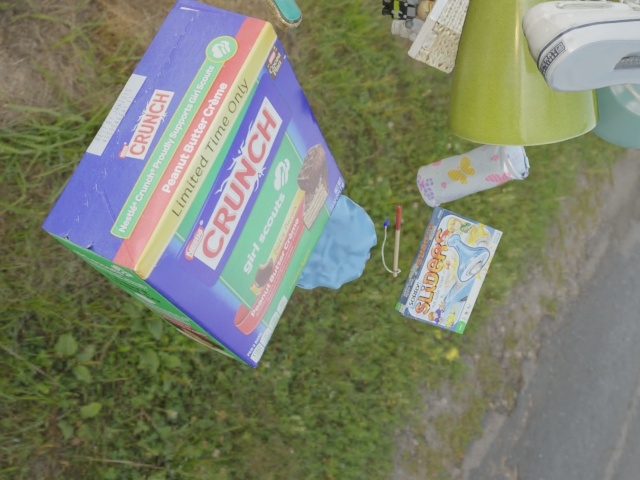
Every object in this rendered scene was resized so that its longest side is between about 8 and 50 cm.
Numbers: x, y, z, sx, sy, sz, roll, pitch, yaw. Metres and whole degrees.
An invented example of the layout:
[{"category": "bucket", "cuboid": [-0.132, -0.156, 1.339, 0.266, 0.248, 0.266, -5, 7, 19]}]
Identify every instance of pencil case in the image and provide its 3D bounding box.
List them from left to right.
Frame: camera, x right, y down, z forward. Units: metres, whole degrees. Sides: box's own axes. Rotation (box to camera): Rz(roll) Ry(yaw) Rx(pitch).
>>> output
[{"category": "pencil case", "cuboid": [0.375, -0.169, 1.829, 0.124, 0.273, 0.113, -5, 79, -56]}]

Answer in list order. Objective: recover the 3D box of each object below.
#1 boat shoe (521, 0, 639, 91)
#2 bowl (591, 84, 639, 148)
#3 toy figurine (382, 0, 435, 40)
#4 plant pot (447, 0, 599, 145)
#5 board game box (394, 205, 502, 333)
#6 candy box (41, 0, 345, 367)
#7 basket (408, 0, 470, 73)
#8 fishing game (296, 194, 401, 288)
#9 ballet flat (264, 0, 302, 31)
[{"category": "boat shoe", "cuboid": [0.437, -0.302, 1.057, 0.367, 0.136, 0.156, -9, 60, -22]}, {"category": "bowl", "cuboid": [0.690, -0.353, 1.533, 0.163, 0.312, 0.311, -15, 95, -83]}, {"category": "toy figurine", "cuboid": [0.252, -0.595, 1.781, 0.213, 0.148, 0.209, 33, 72, -72]}, {"category": "plant pot", "cuboid": [0.359, -0.354, 1.315, 0.275, 0.275, 0.293, -43, 134, -48]}, {"category": "board game box", "cuboid": [0.230, 0.054, 1.324, 0.136, 0.035, 0.201, 18, 94, -24]}, {"category": "candy box", "cuboid": [-0.106, -0.042, 0.788, 0.268, 0.122, 0.317, -64, 155, -16]}, {"category": "basket", "cuboid": [0.273, -0.455, 1.584, 0.103, 0.113, 0.167, 28, 49, -2]}, {"category": "fishing game", "cuboid": [0.000, 0.000, 1.197, 0.041, 0.264, 0.189, -89, 178, -59]}, {"category": "ballet flat", "cuboid": [-0.108, -0.537, 1.591, 0.073, 0.067, 0.206, -19, 78, -23]}]
